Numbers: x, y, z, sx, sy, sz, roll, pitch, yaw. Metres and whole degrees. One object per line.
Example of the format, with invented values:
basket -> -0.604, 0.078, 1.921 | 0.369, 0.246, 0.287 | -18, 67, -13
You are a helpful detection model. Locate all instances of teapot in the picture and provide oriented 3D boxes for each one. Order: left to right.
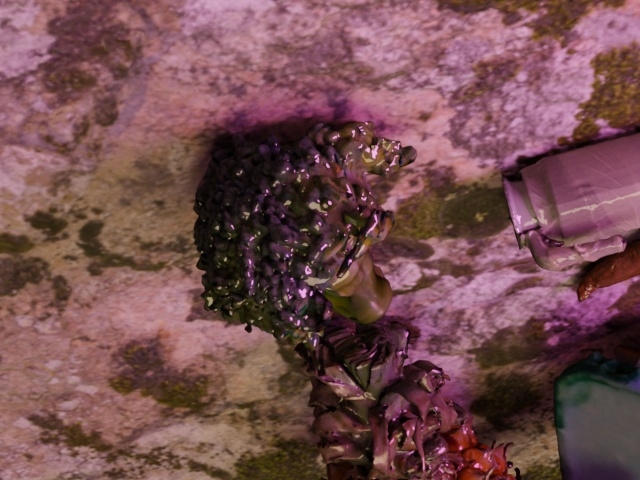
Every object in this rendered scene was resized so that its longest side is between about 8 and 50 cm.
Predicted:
teapot -> 0.265, -0.035, 1.540 | 0.200, 0.107, 0.077 | -15, 146, 6

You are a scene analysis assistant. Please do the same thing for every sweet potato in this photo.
sweet potato -> 0.321, -0.002, 1.650 | 0.050, 0.050, 0.214 | 14, 142, -29

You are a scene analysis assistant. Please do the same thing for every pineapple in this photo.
pineapple -> 0.063, 0.199, 1.728 | 0.262, 0.262, 0.272 | -15, 127, 6

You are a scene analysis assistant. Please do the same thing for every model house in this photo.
model house -> 0.401, 0.169, 1.805 | 0.230, 0.249, 0.280 | 19, 140, 28

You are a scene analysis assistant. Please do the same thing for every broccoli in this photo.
broccoli -> 0.005, -0.018, 1.510 | 0.275, 0.177, 0.198 | -2, 116, -61
